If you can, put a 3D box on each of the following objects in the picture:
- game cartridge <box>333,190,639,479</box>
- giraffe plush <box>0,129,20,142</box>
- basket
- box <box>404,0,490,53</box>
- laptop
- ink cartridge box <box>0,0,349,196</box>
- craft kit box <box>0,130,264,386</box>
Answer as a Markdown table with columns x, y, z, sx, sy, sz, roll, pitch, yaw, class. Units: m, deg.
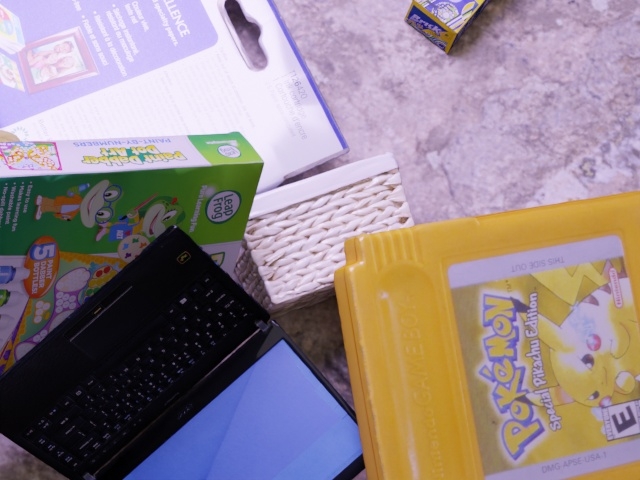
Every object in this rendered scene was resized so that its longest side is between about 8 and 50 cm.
| x | y | z | sx | sy | sz | roll | pitch | yaw | class |
| --- | --- | --- | --- | --- | --- | --- | --- | --- | --- |
| 0.181 | 0.115 | 1.456 | 0.324 | 0.053 | 0.285 | -9 | 88 | -25 | game cartridge |
| -0.322 | -0.017 | 1.393 | 0.170 | 0.210 | 0.181 | -22 | 77 | -9 | giraffe plush |
| 0.000 | 0.000 | 1.495 | 0.167 | 0.113 | 0.103 | -18 | 82 | -14 | basket |
| 0.159 | -0.274 | 1.624 | 0.059 | 0.054 | 0.169 | 38 | 72 | 3 | box |
| -0.118 | 0.160 | 1.380 | 0.234 | 0.264 | 0.136 | -42 | 49 | 0 | laptop |
| -0.176 | -0.146 | 1.534 | 0.307 | 0.072 | 0.303 | -23 | 78 | -16 | ink cartridge box |
| -0.191 | 0.029 | 1.358 | 0.247 | 0.250 | 0.061 | -8 | 39 | -34 | craft kit box |
